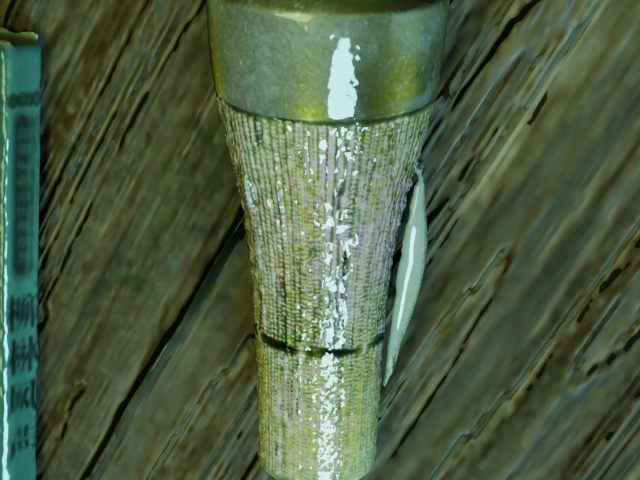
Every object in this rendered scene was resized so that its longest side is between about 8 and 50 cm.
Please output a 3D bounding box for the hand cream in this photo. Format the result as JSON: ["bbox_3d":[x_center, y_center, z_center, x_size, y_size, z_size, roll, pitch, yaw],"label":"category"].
[{"bbox_3d":[0.000,0.000,0.592,0.084,0.084,0.203,12,112,26],"label":"hand cream"}]

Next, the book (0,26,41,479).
[{"bbox_3d":[-0.243,0.075,0.769,0.264,0.031,0.379,12,107,26],"label":"book"}]
